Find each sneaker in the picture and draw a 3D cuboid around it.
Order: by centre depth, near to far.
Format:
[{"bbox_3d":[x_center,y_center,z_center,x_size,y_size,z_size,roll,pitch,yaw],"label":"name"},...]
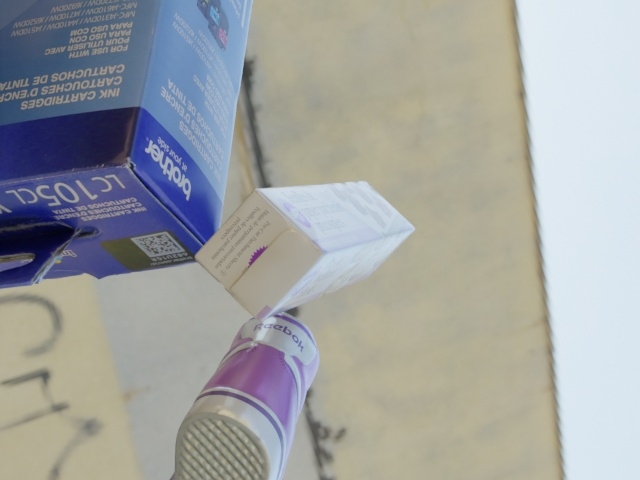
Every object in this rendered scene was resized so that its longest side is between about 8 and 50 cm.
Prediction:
[{"bbox_3d":[-0.062,0.172,1.106,0.102,0.161,0.282,25,-46,0],"label":"sneaker"}]

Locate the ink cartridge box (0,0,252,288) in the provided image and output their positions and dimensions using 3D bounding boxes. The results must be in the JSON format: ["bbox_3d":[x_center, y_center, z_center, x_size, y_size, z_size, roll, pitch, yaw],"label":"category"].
[{"bbox_3d":[-0.210,-0.116,1.090,0.151,0.270,0.395,51,38,-53],"label":"ink cartridge box"}]

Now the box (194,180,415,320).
[{"bbox_3d":[0.000,0.000,1.011,0.063,0.067,0.324,44,11,8],"label":"box"}]
